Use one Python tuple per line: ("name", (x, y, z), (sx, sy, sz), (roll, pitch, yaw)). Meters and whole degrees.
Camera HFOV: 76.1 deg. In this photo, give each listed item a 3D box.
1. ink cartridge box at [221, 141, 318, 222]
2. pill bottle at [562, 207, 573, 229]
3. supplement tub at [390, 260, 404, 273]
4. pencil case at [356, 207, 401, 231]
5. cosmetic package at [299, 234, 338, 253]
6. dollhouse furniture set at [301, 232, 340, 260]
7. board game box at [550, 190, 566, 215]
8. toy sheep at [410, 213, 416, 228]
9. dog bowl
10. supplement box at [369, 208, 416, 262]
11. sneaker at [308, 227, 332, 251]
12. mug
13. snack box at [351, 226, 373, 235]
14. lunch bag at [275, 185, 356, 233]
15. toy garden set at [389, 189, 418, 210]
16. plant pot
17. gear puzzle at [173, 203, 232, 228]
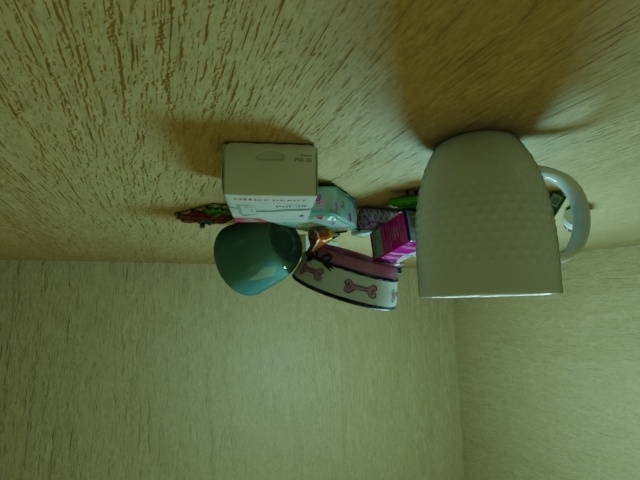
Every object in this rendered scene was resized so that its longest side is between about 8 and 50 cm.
("ink cartridge box", (-0.122, -0.126, 0.990), (0.207, 0.117, 0.283), (0, 171, -6))
("pill bottle", (0.950, -0.076, 1.522), (0.086, 0.086, 0.152), (-7, 170, 32))
("supplement tub", (0.360, 0.068, 2.014), (0.105, 0.198, 0.106), (-2, 171, 0))
("pencil case", (0.229, -0.069, 1.480), (0.206, 0.087, 0.088), (3, -167, -27))
("cosmetic package", (-0.050, 0.050, 2.138), (0.160, 0.113, 0.309), (-7, 168, 34))
("dollhouse furniture set", (0.018, 0.068, 1.834), (0.212, 0.242, 0.161), (2, 171, -18))
("board game box", (0.707, 0.005, 1.381), (0.046, 0.317, 0.213), (33, -174, 24))
("toy sheep", (0.334, -0.066, 1.243), (0.132, 0.091, 0.091), (-11, 179, -37))
("dog bowl", (0.108, 0.122, 1.539), (0.407, 0.151, 0.408), (17, -176, -1))
("supplement box", (0.273, -0.008, 1.380), (0.111, 0.114, 0.220), (4, 159, -25))
("sneaker", (0.000, 0.000, 1.297), (0.067, 0.064, 0.175), (-8, 176, -12))
("mug", (0.387, -0.048, 0.872), (0.373, 0.328, 0.276), (-1, 171, -3))
("snack box", (0.221, -0.041, 1.821), (0.141, 0.037, 0.100), (-8, 170, 36))
("lunch bag", (-0.017, -0.087, 1.280), (0.223, 0.108, 0.279), (-5, 170, 21))
("toy garden set", (0.359, -0.124, 1.297), (0.203, 0.049, 0.244), (-4, 170, 32))
("plant pot", (-0.212, 0.038, 1.549), (0.235, 0.293, 0.293), (-23, 160, 32))
("gear puzzle", (-0.355, -0.086, 1.455), (0.338, 0.044, 0.175), (-8, 169, 37))
